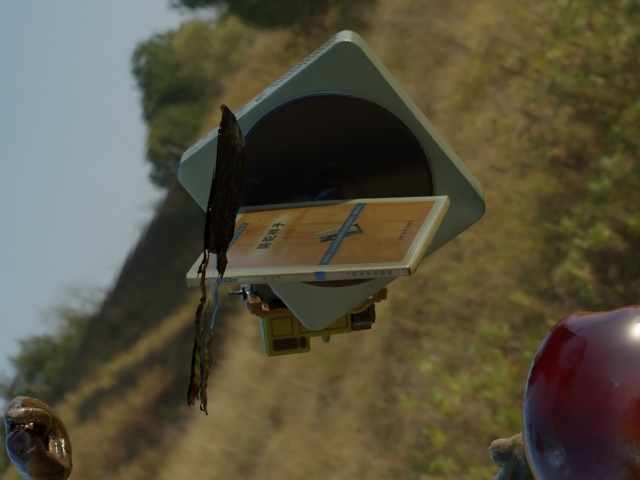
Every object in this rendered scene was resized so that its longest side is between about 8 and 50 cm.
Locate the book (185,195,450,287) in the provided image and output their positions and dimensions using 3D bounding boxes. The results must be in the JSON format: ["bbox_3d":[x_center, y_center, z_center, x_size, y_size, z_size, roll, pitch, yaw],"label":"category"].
[{"bbox_3d":[0.000,-0.001,1.601,0.170,0.242,0.018,-56,-42,-58],"label":"book"}]

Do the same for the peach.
[{"bbox_3d":[0.293,0.178,1.484,0.243,0.200,0.243,2,-90,-82],"label":"peach"}]

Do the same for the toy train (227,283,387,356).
[{"bbox_3d":[-0.008,0.077,1.984,0.089,0.219,0.127,-117,21,-68],"label":"toy train"}]

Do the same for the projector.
[{"bbox_3d":[0.013,-0.066,1.744,0.257,0.259,0.079,-36,16,15],"label":"projector"}]

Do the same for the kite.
[{"bbox_3d":[-0.098,0.021,1.424,0.152,0.015,0.285,71,-156,-70],"label":"kite"}]

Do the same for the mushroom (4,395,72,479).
[{"bbox_3d":[-0.404,0.277,2.174,0.135,0.080,0.170,61,174,34],"label":"mushroom"}]

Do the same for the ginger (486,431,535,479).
[{"bbox_3d":[0.307,0.347,2.300,0.081,0.148,0.333,-3,-51,-46],"label":"ginger"}]
